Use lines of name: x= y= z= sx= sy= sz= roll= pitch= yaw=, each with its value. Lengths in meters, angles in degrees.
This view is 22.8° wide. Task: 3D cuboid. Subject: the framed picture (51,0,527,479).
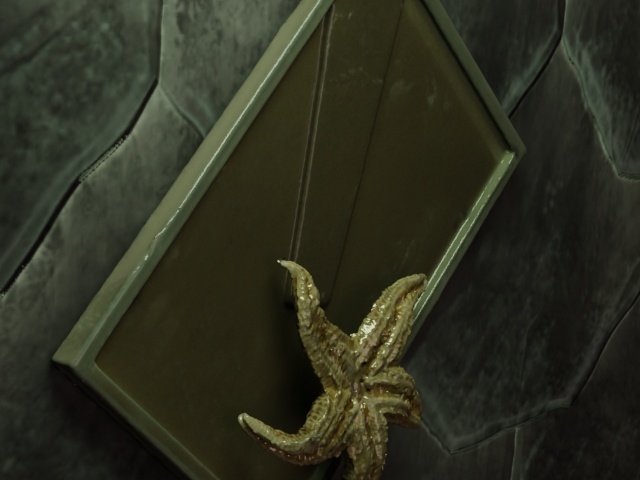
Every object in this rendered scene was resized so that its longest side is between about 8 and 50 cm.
framed picture: x=0.000 y=0.000 z=1.281 sx=0.446 sy=0.028 sz=0.326 roll=-57 pitch=138 yaw=-19

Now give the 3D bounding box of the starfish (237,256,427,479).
starfish: x=0.027 y=0.119 z=1.300 sx=0.236 sy=0.062 sz=0.277 roll=-41 pitch=126 yaw=-41
